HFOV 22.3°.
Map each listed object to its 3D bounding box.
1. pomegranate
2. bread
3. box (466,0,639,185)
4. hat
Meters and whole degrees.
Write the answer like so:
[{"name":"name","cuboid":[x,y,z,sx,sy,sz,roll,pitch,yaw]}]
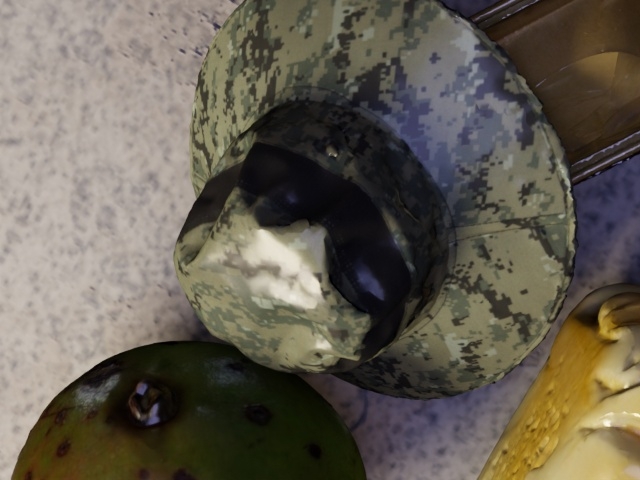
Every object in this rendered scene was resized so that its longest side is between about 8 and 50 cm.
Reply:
[{"name":"pomegranate","cuboid":[-0.068,0.167,0.937,0.202,0.202,0.248,-10,130,8]},{"name":"bread","cuboid":[0.142,0.179,0.913,0.121,0.173,0.311,22,110,-8]},{"name":"box","cuboid":[0.125,-0.087,0.891,0.177,0.111,0.111,-28,98,11]},{"name":"hat","cuboid":[0.000,0.000,0.866,0.265,0.128,0.265,19,128,26]}]
